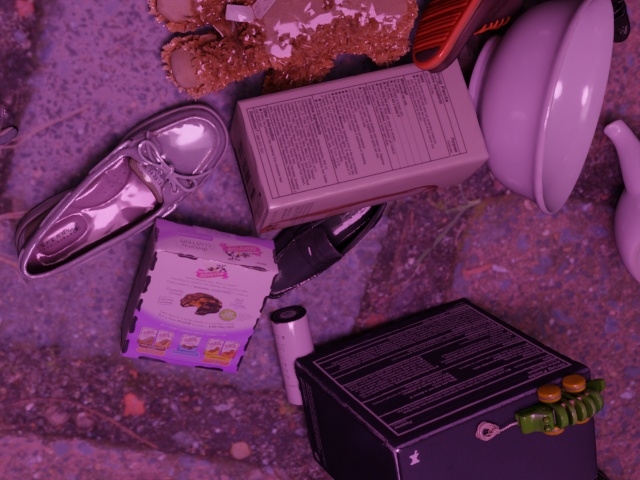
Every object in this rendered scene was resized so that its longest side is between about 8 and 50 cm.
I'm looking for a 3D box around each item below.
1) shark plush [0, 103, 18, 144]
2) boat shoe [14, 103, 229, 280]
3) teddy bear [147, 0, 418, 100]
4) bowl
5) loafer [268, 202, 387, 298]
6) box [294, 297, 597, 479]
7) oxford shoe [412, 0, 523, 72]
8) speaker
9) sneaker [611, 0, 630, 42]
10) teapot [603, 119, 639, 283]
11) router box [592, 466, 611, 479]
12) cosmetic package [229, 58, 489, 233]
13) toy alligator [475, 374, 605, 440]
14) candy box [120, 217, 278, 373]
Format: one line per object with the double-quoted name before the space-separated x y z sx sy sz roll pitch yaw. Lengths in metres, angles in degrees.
"shark plush" -0.450 -0.112 1.275 0.161 0.067 0.073 -41 113 1
"boat shoe" -0.253 -0.058 1.323 0.320 0.103 0.118 -33 113 -2
"teddy bear" -0.050 -0.289 1.311 0.338 0.113 0.245 -26 107 3
"bowl" 0.280 -0.191 1.363 0.134 0.298 0.298 15 108 24
"loafer" 0.000 0.000 1.420 0.223 0.078 0.076 -41 112 2
"box" 0.165 0.243 1.399 0.296 0.294 0.182 -18 111 -20
"oxford shoe" 0.211 -0.302 1.319 0.098 0.097 0.271 46 64 -27
"speaker" -0.034 0.167 1.479 0.055 0.055 0.136 -15 110 -9
"sneaker" 0.393 -0.339 1.403 0.051 0.089 0.170 -34 112 -1
"teapot" 0.545 -0.050 1.495 0.252 0.187 0.256 -5 137 7
"router box" 0.392 0.362 1.610 0.179 0.133 0.046 33 96 -21
"cosmetic package" 0.045 -0.123 1.331 0.296 0.129 0.153 -13 79 -12
"toy alligator" 0.281 0.212 1.247 0.190 0.051 0.056 -18 109 -21
"candy box" -0.164 0.077 1.373 0.165 0.070 0.196 12 126 -17
